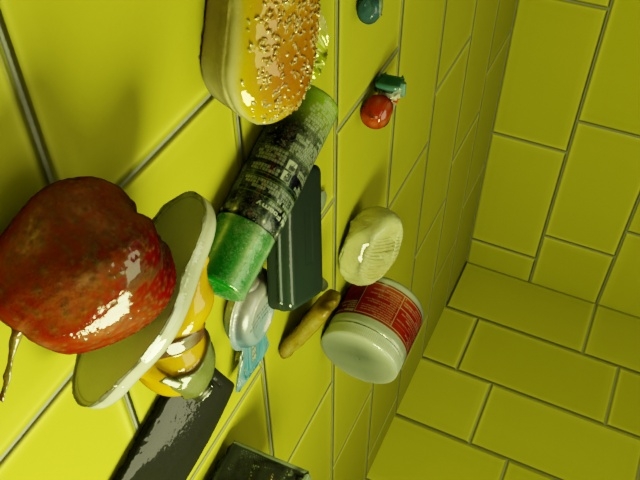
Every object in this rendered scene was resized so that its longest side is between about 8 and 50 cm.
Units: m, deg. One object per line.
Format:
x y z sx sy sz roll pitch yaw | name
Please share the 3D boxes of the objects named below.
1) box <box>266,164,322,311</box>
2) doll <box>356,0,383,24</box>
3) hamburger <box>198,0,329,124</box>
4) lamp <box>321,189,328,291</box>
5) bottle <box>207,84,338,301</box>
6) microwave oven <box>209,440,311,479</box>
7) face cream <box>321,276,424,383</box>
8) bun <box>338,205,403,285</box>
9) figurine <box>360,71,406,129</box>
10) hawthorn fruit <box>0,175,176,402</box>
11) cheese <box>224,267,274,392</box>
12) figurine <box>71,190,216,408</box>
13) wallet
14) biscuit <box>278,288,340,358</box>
-0.042 -0.009 1.250 0.160 0.050 0.230 -25 116 -68 | box
0.091 -0.421 1.329 0.076 0.050 0.083 -75 177 -73 | doll
-0.064 -0.250 0.925 0.173 0.116 0.210 -32 137 -60 | hamburger
0.000 0.000 1.481 0.050 0.056 0.198 -29 132 -61 | lamp
-0.078 -0.074 1.096 0.093 0.093 0.330 71 41 -63 | bottle
-0.148 0.550 1.370 0.237 0.181 0.295 80 33 -53 | microwave oven
0.127 0.211 1.820 0.201 0.201 0.187 86 29 -50 | face cream
0.106 0.009 1.727 0.164 0.111 0.188 -18 130 -47 | bun
0.128 -0.282 1.545 0.075 0.068 0.140 89 24 -53 | figurine
-0.238 0.043 0.690 0.203 0.162 0.162 -43 152 -22 | hawthorn fruit
-0.117 0.139 1.264 0.135 0.052 0.245 -52 154 -43 | cheese
-0.148 0.085 0.832 0.141 0.166 0.250 31 96 -36 | figurine
-0.211 0.291 1.102 0.124 0.025 0.244 52 55 -41 | wallet
-0.005 0.147 1.527 0.183 0.039 0.174 -50 177 42 | biscuit
